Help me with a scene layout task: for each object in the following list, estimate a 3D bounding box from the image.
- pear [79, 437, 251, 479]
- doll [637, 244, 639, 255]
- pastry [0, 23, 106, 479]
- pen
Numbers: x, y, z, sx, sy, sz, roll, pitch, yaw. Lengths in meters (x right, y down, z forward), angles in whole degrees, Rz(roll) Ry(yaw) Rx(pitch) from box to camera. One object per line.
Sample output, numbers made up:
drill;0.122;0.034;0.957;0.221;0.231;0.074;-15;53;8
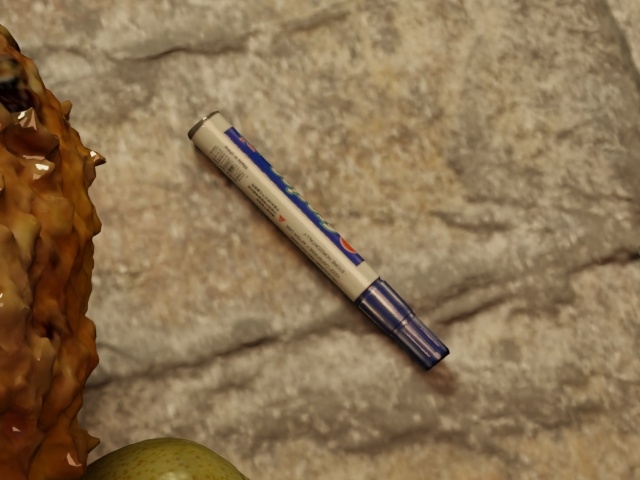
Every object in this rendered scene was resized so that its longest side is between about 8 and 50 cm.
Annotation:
pear;-0.073;0.181;0.997;0.136;0.167;0.167;-40;82;4
doll;0.228;0.037;1.175;0.057;0.039;0.114;23;50;-38
pastry;-0.284;0.014;0.945;0.405;0.292;0.337;18;58;10
pen;0.000;0.000;1.147;0.204;0.025;0.025;45;69;5
